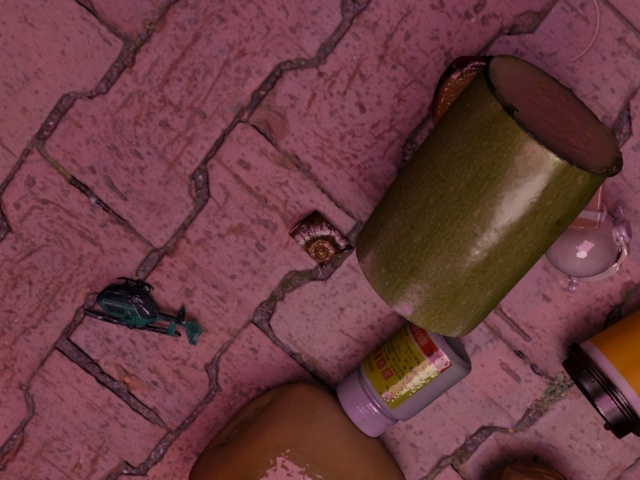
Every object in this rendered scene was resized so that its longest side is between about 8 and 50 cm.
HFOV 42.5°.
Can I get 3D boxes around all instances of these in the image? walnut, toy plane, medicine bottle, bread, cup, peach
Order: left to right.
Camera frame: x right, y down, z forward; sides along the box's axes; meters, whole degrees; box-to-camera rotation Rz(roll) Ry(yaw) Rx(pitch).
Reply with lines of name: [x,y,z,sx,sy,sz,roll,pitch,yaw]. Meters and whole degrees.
toy plane: [-0.335,0.136,1.555,0.235,0.060,0.096,15,114,4]
bread: [-0.027,0.480,1.524,0.348,0.253,0.376,-38,100,10]
medicine bottle: [0.152,0.245,1.498,0.225,0.139,0.139,-41,98,14]
peach: [0.253,-0.233,1.383,0.127,0.092,0.172,22,118,4]
walnut: [0.391,0.510,1.528,0.213,0.213,0.213,1,105,5]
cup: [0.573,0.202,1.432,0.280,0.196,0.196,-39,99,6]

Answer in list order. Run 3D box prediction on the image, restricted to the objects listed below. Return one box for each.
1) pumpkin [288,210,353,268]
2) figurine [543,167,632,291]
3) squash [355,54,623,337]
pumpkin: [0.000,-0.002,1.501,0.073,0.035,0.101,-41,95,3]
figurine: [0.450,-0.032,1.411,0.163,0.141,0.236,5,111,33]
squash: [0.254,-0.062,1.290,0.263,0.263,0.384,32,123,-4]
